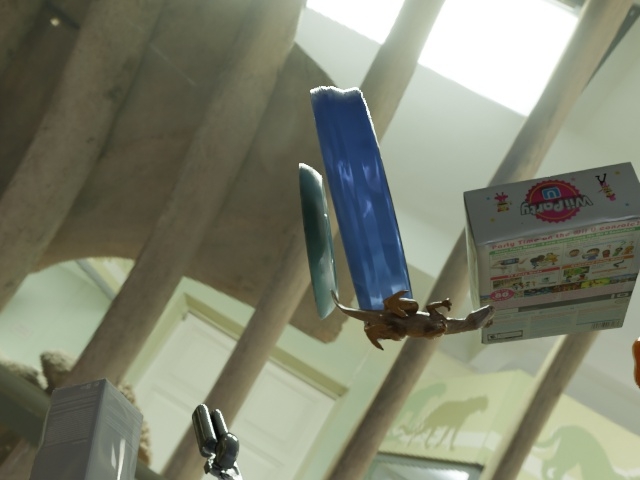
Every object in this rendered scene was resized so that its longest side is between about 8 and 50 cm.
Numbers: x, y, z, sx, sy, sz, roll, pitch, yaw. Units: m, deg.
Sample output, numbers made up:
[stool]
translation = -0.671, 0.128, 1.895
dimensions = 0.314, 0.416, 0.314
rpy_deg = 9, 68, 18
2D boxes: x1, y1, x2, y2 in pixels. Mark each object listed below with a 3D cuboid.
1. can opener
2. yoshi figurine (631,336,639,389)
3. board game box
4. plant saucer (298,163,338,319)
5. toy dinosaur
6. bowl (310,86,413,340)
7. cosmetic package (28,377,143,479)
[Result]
[can opener]
translation = -0.204, 0.409, 1.341
dimensions = 0.074, 0.093, 0.280
rpy_deg = 30, -1, -22
[yoshi figurine]
translation = 0.633, 0.210, 0.942
dimensions = 0.202, 0.204, 0.362
rpy_deg = 31, -11, -4
[board game box]
translation = 0.333, 0.036, 0.957
dimensions = 0.223, 0.098, 0.303
rpy_deg = -10, -35, 9
[plant saucer]
translation = 0.000, 0.000, 1.323
dimensions = 0.043, 0.318, 0.318
rpy_deg = -8, -31, 4
[toy dinosaur]
translation = 0.080, 0.088, 0.718
dimensions = 0.211, 0.064, 0.112
rpy_deg = 5, -8, 26
[bowl]
translation = 0.067, -0.044, 0.998
dimensions = 0.077, 0.392, 0.391
rpy_deg = -13, -34, 4
[cosmetic package]
translation = -0.343, 0.338, 0.955
dimensions = 0.107, 0.238, 0.127
rpy_deg = -13, -48, 12
